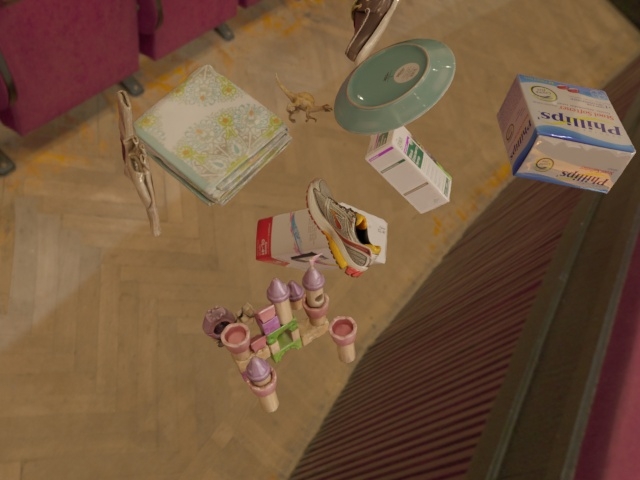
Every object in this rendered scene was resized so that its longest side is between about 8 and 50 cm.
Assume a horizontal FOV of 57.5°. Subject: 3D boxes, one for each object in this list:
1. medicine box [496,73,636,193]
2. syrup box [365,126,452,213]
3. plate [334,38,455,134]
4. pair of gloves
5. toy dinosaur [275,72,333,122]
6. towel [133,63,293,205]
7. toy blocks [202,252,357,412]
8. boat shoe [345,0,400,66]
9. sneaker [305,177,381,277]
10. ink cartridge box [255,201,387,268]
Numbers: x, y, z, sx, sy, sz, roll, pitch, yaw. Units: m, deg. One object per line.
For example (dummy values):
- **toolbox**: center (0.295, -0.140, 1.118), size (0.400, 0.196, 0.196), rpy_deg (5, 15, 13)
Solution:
- **medicine box**: center (0.642, -0.288, 1.557), size (0.263, 0.149, 0.289), rpy_deg (9, 45, -5)
- **syrup box**: center (0.230, -0.186, 1.503), size (0.237, 0.096, 0.093), rpy_deg (41, 44, -26)
- **plate**: center (0.098, -0.228, 0.832), size (0.024, 0.188, 0.188), rpy_deg (50, 37, -43)
- **pair of gloves**: center (-0.363, -0.148, 1.140), size (0.042, 0.204, 0.240), rpy_deg (-15, 54, -19)
- **toy dinosaur**: center (-0.060, -0.370, 1.578), size (0.183, 0.053, 0.092), rpy_deg (27, 68, -5)
- **towel**: center (-0.312, -0.301, 1.653), size (0.374, 0.090, 0.320), rpy_deg (39, 69, 15)
- **toy blocks**: center (-0.110, 0.173, 1.359), size (0.288, 0.260, 0.309), rpy_deg (-29, 48, -19)
- **boat shoe**: center (0.127, -0.554, 1.394), size (0.097, 0.116, 0.324), rpy_deg (31, 69, -7)
- **sneaker**: center (0.050, -0.039, 1.198), size (0.088, 0.093, 0.225), rpy_deg (4, 51, -60)
- **ink cartridge box**: center (0.000, 0.000, 1.636), size (0.226, 0.306, 0.131), rpy_deg (17, 72, -44)
